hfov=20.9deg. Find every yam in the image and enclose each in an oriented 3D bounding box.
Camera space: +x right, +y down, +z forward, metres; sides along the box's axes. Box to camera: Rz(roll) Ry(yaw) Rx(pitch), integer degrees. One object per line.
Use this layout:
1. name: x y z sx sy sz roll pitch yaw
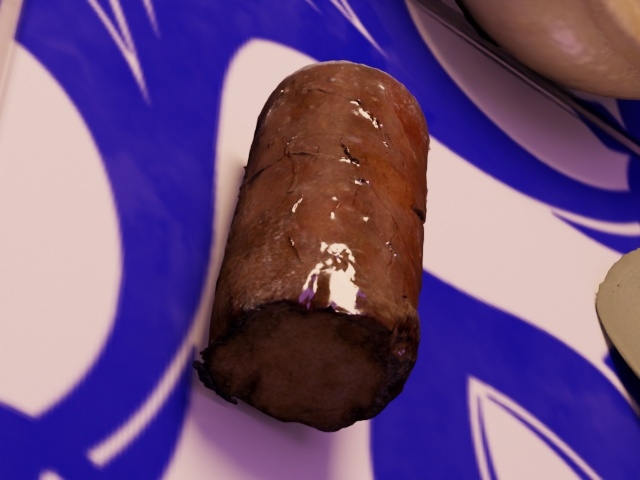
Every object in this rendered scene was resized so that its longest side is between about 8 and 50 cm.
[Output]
1. yam: 0.002 0.001 0.648 0.079 0.079 0.141 34 37 -23

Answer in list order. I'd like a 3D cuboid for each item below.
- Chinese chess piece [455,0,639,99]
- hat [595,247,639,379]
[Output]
1. Chinese chess piece: 0.165 -0.196 0.883 0.250 0.103 0.249 -9 104 -40
2. hat: 0.206 0.068 0.819 0.122 0.081 0.166 20 35 -40
